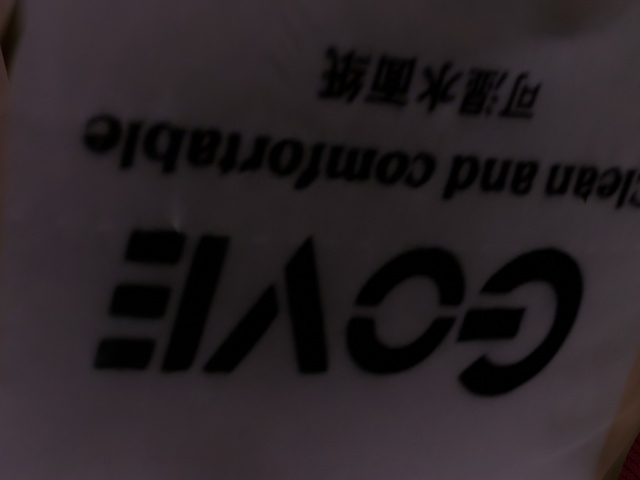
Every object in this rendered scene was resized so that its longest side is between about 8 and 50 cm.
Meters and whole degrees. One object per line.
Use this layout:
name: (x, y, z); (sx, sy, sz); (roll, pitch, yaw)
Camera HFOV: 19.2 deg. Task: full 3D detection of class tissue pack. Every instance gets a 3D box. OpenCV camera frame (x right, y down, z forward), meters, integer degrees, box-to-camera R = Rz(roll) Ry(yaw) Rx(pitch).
tissue pack: (-0.045, -0.035, 0.495); (0.375, 0.390, 0.195); (5, -157, -31)
